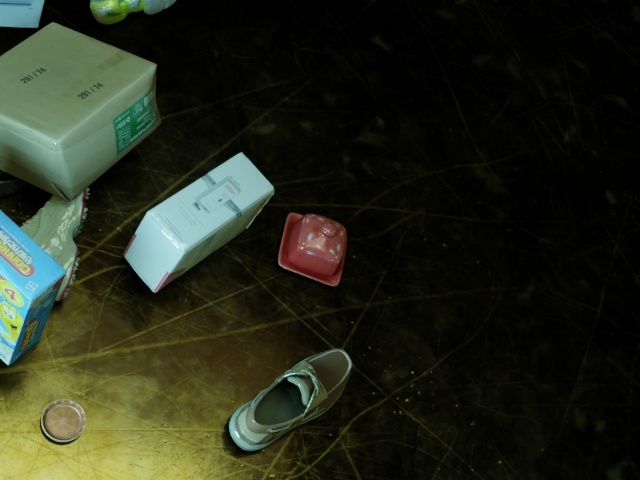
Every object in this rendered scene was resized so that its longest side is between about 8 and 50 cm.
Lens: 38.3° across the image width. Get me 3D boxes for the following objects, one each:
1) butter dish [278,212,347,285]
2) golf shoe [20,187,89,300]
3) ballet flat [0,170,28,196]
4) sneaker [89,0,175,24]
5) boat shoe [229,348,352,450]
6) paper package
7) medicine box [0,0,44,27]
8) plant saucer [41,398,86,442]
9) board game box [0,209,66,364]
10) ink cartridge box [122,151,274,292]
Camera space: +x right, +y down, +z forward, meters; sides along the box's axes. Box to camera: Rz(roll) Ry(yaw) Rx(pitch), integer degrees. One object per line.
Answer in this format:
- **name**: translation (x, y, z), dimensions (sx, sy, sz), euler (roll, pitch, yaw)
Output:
- **butter dish**: translation (0.000, 0.000, 2.134), dimensions (0.160, 0.118, 0.160), euler (22, 54, -14)
- **golf shoe**: translation (-0.553, -0.028, 1.885), dimensions (0.140, 0.115, 0.306), euler (12, 56, -16)
- **ballet flat**: translation (-0.626, -0.153, 1.958), dimensions (0.057, 0.049, 0.173), euler (37, 52, 0)
- **sneaker**: translation (-0.472, -0.624, 2.290), dimensions (0.240, 0.091, 0.126), euler (-25, 74, -34)
- **boat shoe**: translation (-0.042, 0.322, 1.921), dimensions (0.324, 0.116, 0.123), euler (-35, 81, -37)
- **paper package**: translation (-0.547, -0.274, 1.936), dimensions (0.310, 0.168, 0.325), euler (25, 48, 17)
- **medicine box**: translation (-0.714, -0.678, 2.093), dimensions (0.149, 0.263, 0.289), euler (-5, 64, -29)
- **plant saucer**: translation (-0.488, 0.343, 1.754), dimensions (0.084, 0.013, 0.083), euler (13, 56, -20)
- **board game box**: translation (-0.627, 0.045, 1.681), dimensions (0.308, 0.302, 0.086), euler (42, 52, 2)
- **ink cartridge box**: translation (-0.259, -0.039, 1.973), dimensions (0.117, 0.207, 0.283), euler (48, 52, 4)
